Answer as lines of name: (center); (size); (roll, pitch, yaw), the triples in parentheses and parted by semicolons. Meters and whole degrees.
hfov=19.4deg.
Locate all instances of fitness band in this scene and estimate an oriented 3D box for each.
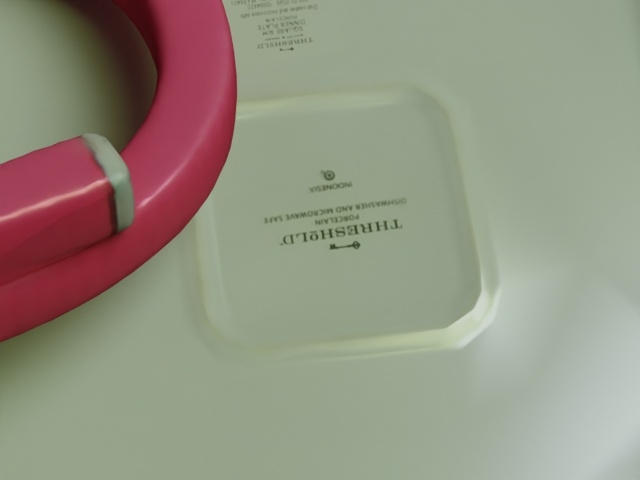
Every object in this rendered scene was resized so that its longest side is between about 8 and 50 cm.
fitness band: (-0.169, -0.044, 0.593); (0.291, 0.054, 0.209); (-20, 52, -19)

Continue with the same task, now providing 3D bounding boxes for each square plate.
square plate: (0.000, 0.000, 0.666); (0.347, 0.049, 0.344); (-6, 66, -5)
